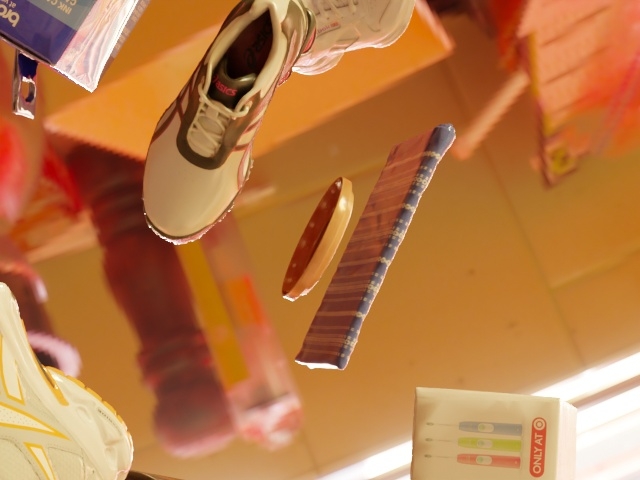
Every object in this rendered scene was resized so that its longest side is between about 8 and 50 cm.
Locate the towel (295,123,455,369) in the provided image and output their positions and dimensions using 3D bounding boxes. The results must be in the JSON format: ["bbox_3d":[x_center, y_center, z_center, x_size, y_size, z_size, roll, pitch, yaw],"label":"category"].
[{"bbox_3d":[0.072,0.013,2.067,0.040,0.336,0.243,26,171,-9],"label":"towel"}]

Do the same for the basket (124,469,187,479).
[{"bbox_3d":[-0.136,0.295,1.460,0.204,0.154,0.227,-44,151,1],"label":"basket"}]

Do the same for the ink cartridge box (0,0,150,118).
[{"bbox_3d":[-0.279,-0.336,1.913,0.395,0.151,0.270,-56,177,1],"label":"ink cartridge box"}]

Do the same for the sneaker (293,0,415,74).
[{"bbox_3d":[0.011,-0.305,2.207,0.152,0.114,0.305,0,160,-41],"label":"sneaker"}]

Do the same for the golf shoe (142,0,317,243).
[{"bbox_3d":[-0.103,-0.123,1.548,0.273,0.105,0.120,-63,176,7],"label":"golf shoe"}]

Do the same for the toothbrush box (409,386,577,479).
[{"bbox_3d":[0.149,0.236,1.373,0.122,0.206,0.283,3,172,13],"label":"toothbrush box"}]

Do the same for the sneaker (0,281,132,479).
[{"bbox_3d":[-0.192,0.088,0.805,0.099,0.121,0.262,-17,130,30],"label":"sneaker"}]

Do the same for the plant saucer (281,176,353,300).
[{"bbox_3d":[0.000,0.000,1.008,0.013,0.083,0.083,26,146,-10],"label":"plant saucer"}]
